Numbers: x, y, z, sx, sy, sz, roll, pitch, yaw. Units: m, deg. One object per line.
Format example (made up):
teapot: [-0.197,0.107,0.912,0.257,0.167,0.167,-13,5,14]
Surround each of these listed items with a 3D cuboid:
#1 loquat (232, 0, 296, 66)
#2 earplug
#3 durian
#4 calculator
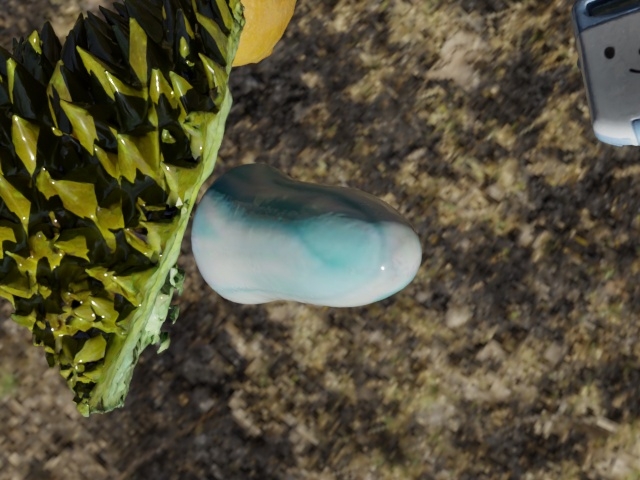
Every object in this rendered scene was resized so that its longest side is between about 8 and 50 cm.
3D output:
loquat: [-0.116,-0.295,1.345,0.176,0.187,0.234,-25,117,6]
earplug: [0.000,0.000,1.501,0.324,0.185,0.185,6,126,55]
durian: [-0.094,-0.058,0.755,0.163,0.394,0.198,-21,111,12]
calculator: [0.295,-0.171,1.135,0.121,0.210,0.039,-15,142,19]
